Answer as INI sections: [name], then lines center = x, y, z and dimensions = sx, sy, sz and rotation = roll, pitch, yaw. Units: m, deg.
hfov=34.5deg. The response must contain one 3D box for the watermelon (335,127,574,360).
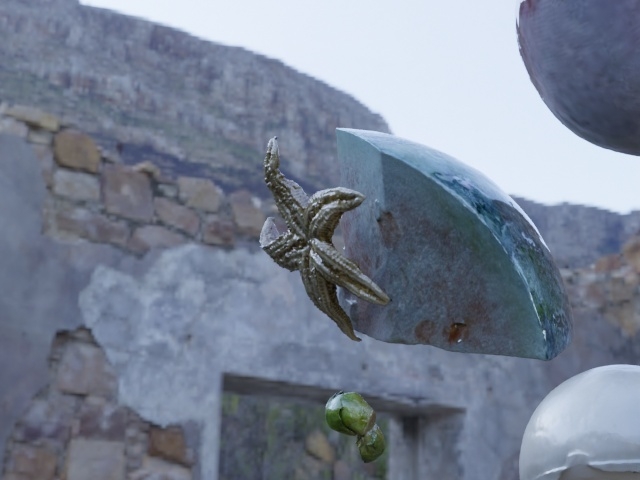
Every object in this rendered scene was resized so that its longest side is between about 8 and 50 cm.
[watermelon]
center = 0.132, 0.028, 1.288
dimensions = 0.258, 0.387, 0.228
rotation = -46, -16, 16

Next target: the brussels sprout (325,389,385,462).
[brussels sprout]
center = 0.043, 0.200, 1.109
dimensions = 0.083, 0.046, 0.051
rotation = 48, -28, -13

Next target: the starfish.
[starfish]
center = 0.000, 0.000, 1.248
dimensions = 0.062, 0.277, 0.236
rotation = -21, 3, -34

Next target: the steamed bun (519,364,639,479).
[steamed bun]
center = 0.275, 0.187, 0.893
dimensions = 0.177, 0.130, 0.228
rotation = -22, -46, 38

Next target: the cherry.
[cherry]
center = 0.382, -0.242, 1.200
dimensions = 0.291, 0.326, 0.335
rotation = -39, -20, -14
